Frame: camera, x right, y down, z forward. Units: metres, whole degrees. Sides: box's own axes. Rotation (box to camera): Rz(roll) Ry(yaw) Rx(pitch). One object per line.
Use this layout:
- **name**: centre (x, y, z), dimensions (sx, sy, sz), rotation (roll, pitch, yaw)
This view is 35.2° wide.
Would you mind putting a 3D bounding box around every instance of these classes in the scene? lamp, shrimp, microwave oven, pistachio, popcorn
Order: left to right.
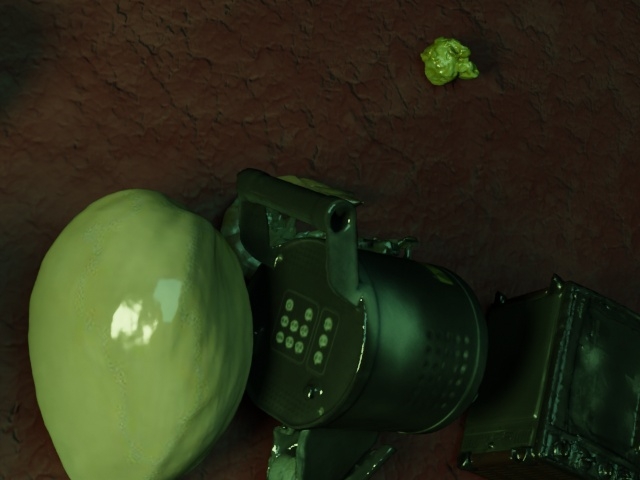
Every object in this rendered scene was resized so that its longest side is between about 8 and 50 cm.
- **pistachio**: centre (-0.183, 0.113, 1.035), dimensions (0.226, 0.208, 0.331), rotation (1, 92, -17)
- **shrimp**: centre (-0.007, -0.015, 1.248), dimensions (0.254, 0.059, 0.145), rotation (-13, 72, -25)
- **lamp**: centre (0.054, 0.101, 1.127), dimensions (0.272, 0.205, 0.374), rotation (-12, 112, -39)
- **popcorn**: centre (0.180, -0.247, 1.410), dimensions (0.083, 0.059, 0.068), rotation (23, 106, -12)
- **microwave oven**: centre (0.305, 0.195, 1.272), dimensions (0.178, 0.188, 0.247), rotation (25, 66, -19)
